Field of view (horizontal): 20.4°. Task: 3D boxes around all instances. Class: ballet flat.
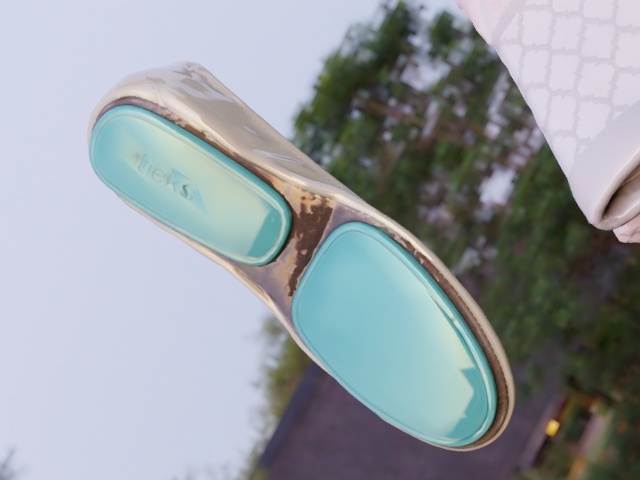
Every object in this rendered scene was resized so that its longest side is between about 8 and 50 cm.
[{"bbox_3d":[0.000,0.000,0.854,0.086,0.248,0.086,-49,-6,-6],"label":"ballet flat"}]

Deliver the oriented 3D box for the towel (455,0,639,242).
[{"bbox_3d":[0.142,-0.214,0.615,0.053,0.317,0.332,15,-51,-42],"label":"towel"}]
